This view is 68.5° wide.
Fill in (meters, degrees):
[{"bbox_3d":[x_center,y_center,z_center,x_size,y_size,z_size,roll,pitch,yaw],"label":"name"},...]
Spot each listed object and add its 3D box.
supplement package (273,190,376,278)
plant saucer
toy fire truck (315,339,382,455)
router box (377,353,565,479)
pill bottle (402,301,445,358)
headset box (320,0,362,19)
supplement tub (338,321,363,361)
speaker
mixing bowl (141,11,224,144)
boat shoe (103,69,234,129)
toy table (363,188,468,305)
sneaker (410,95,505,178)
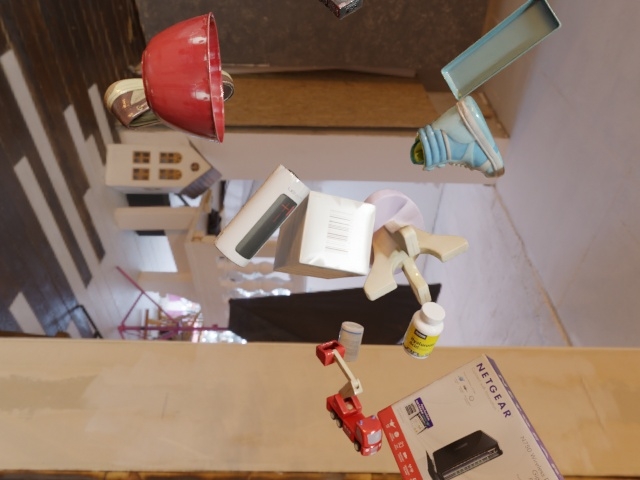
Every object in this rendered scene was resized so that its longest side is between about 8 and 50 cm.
[{"bbox_3d":[0.000,0.000,0.726,0.179,0.105,0.105,161,-62,-71],"label":"supplement package"},{"bbox_3d":[0.297,-0.319,0.790,0.018,0.192,0.067,-17,78,-51],"label":"plant saucer"},{"bbox_3d":[0.054,0.297,0.905,0.192,0.047,0.136,38,-48,51],"label":"toy fire truck"},{"bbox_3d":[0.323,0.471,1.027,0.082,0.301,0.336,33,26,-50],"label":"router box"},{"bbox_3d":[0.213,0.183,0.964,0.065,0.065,0.117,-90,-170,-52],"label":"pill bottle"},{"bbox_3d":[0.043,-0.504,0.980,0.083,0.062,0.032,51,-13,19],"label":"headset box"},{"bbox_3d":[0.090,0.313,1.456,0.071,0.070,0.107,-97,-161,-84],"label":"supplement tub"},{"bbox_3d":[-0.075,-0.033,0.611,0.136,0.055,0.055,-48,-176,3],"label":"speaker"},{"bbox_3d":[-0.197,-0.231,0.678,0.181,0.098,0.182,178,-90,-83],"label":"mixing bowl"},{"bbox_3d":[-0.345,-0.340,1.168,0.123,0.341,0.123,50,-44,18],"label":"boat shoe"},{"bbox_3d":[0.194,0.025,1.097,0.274,0.252,0.161,49,8,-44],"label":"toy table"},{"bbox_3d":[0.363,-0.236,1.270,0.319,0.208,0.127,37,35,-47],"label":"sneaker"}]
